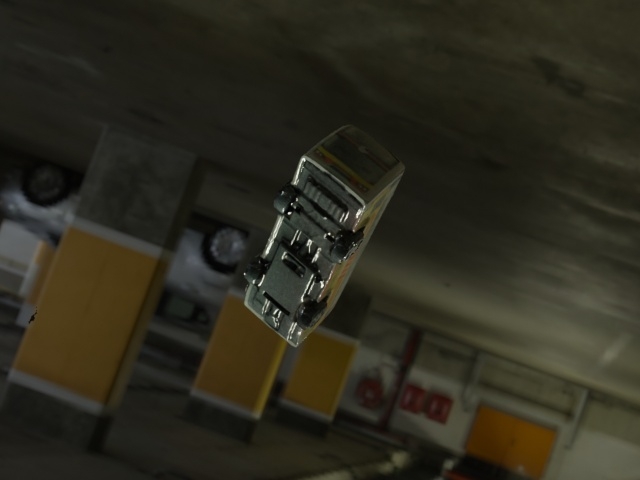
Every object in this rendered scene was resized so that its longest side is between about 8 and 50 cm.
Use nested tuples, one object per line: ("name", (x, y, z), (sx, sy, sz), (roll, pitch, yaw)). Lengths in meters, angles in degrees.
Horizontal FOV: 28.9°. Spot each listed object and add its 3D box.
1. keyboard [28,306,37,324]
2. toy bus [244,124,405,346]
("keyboard", (-0.380, 0.034, 0.989), (0.381, 0.103, 0.041), (1, 168, 18))
("toy bus", (0.000, 0.000, 1.216), (0.092, 0.106, 0.268), (39, 142, 11))
